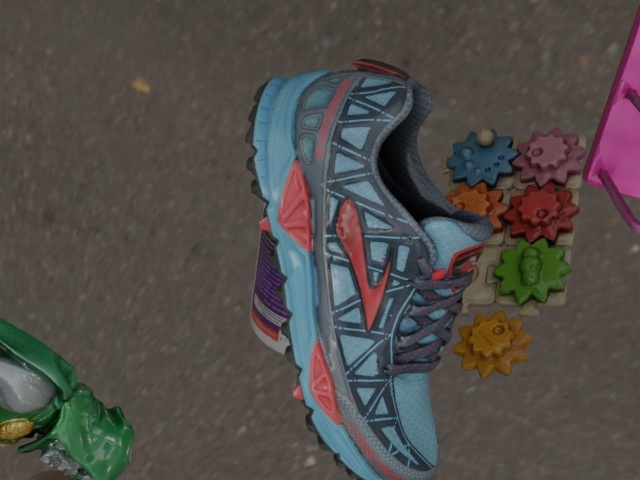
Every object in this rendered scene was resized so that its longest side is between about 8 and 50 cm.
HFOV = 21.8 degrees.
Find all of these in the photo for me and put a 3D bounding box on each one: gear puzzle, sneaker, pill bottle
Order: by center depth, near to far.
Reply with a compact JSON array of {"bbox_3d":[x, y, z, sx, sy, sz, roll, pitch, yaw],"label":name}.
[{"bbox_3d":[0.042,0.024,0.974,0.125,0.104,0.261,-11,100,23],"label":"sneaker"},{"bbox_3d":[0.000,0.000,1.455,0.108,0.193,0.108,6,35,-4],"label":"pill bottle"},{"bbox_3d":[0.197,0.005,1.865,0.176,0.044,0.339,0,55,19],"label":"gear puzzle"}]

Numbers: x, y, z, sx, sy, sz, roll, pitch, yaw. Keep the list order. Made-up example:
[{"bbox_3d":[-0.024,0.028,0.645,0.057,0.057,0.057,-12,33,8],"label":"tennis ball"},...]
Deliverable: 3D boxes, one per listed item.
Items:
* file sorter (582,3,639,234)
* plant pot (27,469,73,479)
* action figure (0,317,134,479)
[{"bbox_3d":[0.344,-0.130,1.202,0.202,0.182,0.290,14,107,-6],"label":"file sorter"},{"bbox_3d":[-0.152,0.270,1.006,0.263,0.263,0.229,22,92,-7],"label":"plant pot"},{"bbox_3d":[-0.172,0.030,0.600,0.232,0.137,0.063,26,72,-10],"label":"action figure"}]
